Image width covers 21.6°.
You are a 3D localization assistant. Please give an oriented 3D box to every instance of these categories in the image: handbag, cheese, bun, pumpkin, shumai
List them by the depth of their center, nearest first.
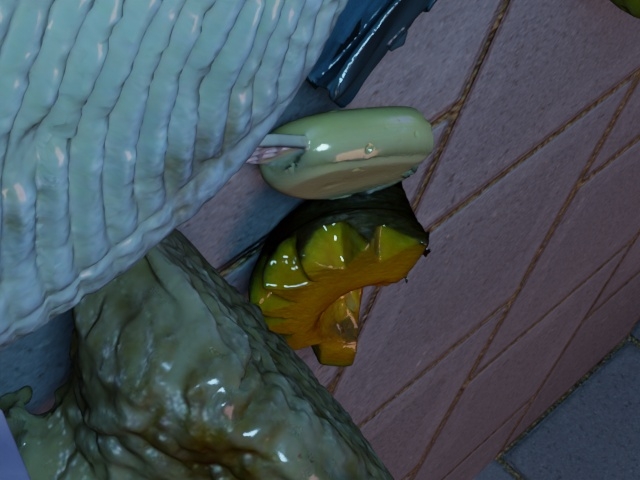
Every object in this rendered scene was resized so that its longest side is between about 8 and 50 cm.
[{"bbox_3d":[-0.134,-0.108,0.637,0.354,0.194,0.354,-40,160,-18],"label":"bun"},{"bbox_3d":[-0.110,0.172,1.166,0.262,0.314,0.267,-44,175,3],"label":"shumai"},{"bbox_3d":[0.066,-0.194,1.209,0.221,0.057,0.144,-51,171,4],"label":"handbag"},{"bbox_3d":[-0.012,-0.066,1.249,0.127,0.050,0.255,-18,171,32],"label":"cheese"},{"bbox_3d":[0.000,0.000,1.438,0.130,0.149,0.254,4,154,-11],"label":"pumpkin"}]

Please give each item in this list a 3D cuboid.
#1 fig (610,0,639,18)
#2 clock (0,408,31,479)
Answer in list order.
[{"bbox_3d":[0.283,-0.273,1.419,0.142,0.148,0.186,-52,165,-4],"label":"fig"},{"bbox_3d":[-0.283,0.165,0.986,0.193,0.073,0.144,-30,166,11],"label":"clock"}]
